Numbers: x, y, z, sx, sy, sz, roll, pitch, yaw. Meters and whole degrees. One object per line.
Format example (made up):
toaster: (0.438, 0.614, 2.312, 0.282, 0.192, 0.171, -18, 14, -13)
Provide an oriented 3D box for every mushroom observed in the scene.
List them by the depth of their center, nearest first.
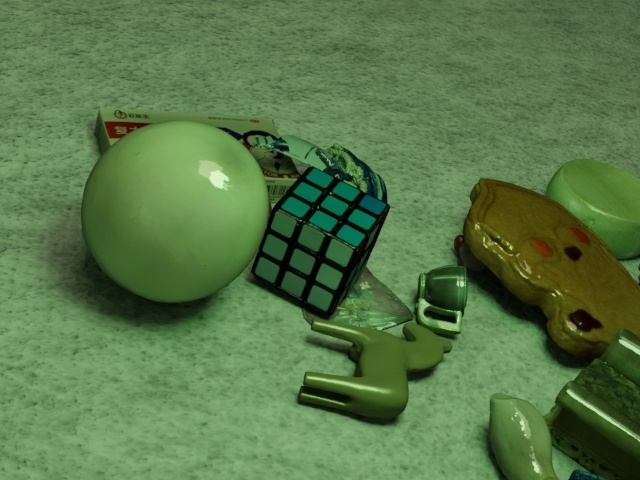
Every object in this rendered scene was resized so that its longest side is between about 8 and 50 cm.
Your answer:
mushroom: (0.310, 0.317, 1.642, 0.088, 0.097, 0.212, -3, 46, -16)

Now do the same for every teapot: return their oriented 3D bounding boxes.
teapot: (0.210, 0.095, 1.911, 0.091, 0.092, 0.124, 2, 28, 5)

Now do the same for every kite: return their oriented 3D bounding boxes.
kite: (0.016, 0.038, 1.956, 0.204, 0.022, 0.360, -2, 44, -27)

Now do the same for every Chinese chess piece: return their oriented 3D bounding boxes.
Chinese chess piece: (0.593, -0.068, 2.298, 0.250, 0.101, 0.250, 13, 35, -9)

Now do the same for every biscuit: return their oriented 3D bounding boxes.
biscuit: (0.449, 0.044, 2.050, 0.350, 0.078, 0.455, -7, 49, -51)

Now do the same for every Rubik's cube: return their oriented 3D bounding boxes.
Rubik's cube: (0.000, 0.000, 1.852, 0.161, 0.163, 0.162, 27, 37, 8)

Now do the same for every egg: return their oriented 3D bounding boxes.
egg: (-0.220, -0.048, 1.698, 0.283, 0.345, 0.283, 7, 75, -26)

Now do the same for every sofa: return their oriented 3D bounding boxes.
sofa: (0.492, 0.251, 1.743, 0.200, 0.182, 0.258, 34, 37, 23)

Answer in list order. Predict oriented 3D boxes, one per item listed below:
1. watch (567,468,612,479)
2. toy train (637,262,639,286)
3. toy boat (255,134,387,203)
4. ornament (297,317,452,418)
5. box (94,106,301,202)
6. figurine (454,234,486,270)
watch: (0.527, 0.451, 1.596, 0.275, 0.068, 0.276, 3, 33, -18)
toy train: (0.706, 0.130, 2.097, 0.159, 0.101, 0.248, 13, 34, -32)
toy boat: (0.016, -0.125, 2.074, 0.292, 0.070, 0.210, 7, 35, -53)
ornament: (0.095, 0.193, 1.744, 0.245, 0.061, 0.230, 14, 33, -6)
box: (-0.232, -0.161, 2.075, 0.353, 0.069, 0.214, 2, 38, -26)
figurine: (0.296, 0.025, 2.063, 0.083, 0.067, 0.071, 11, -2, -14)
